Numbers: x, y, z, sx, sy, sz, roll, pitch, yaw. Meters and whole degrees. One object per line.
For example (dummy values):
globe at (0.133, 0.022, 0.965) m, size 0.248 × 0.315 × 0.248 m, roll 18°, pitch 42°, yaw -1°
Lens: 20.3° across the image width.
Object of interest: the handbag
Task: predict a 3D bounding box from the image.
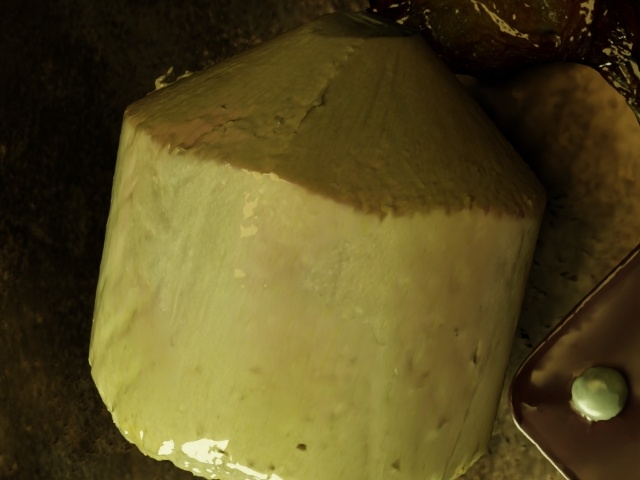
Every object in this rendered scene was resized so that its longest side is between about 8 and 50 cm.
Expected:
handbag at (0.218, 0.081, 0.829) m, size 0.203 × 0.074 × 0.216 m, roll -45°, pitch 75°, yaw 14°

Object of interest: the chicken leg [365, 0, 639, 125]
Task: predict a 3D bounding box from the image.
chicken leg at (0.125, -0.111, 0.967) m, size 0.253 × 0.051 × 0.106 m, roll 31°, pitch 113°, yaw 33°

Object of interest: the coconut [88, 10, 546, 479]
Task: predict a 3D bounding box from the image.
coconut at (0.000, 0.000, 0.945) m, size 0.239 × 0.239 × 0.244 m, roll 20°, pitch 102°, yaw 36°
